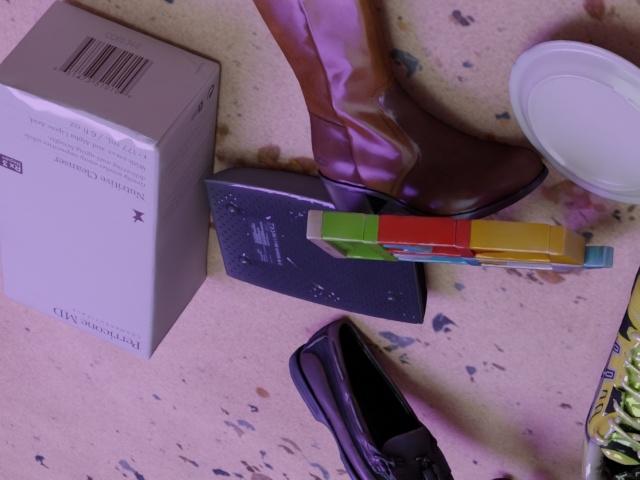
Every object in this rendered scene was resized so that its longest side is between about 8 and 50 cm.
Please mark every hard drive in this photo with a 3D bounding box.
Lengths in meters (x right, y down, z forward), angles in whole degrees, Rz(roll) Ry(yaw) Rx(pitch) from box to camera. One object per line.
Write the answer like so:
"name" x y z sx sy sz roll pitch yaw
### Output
"hard drive" 0.000 0.000 1.906 0.255 0.054 0.172 13 138 24

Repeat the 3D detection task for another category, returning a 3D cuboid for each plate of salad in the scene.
"plate of salad" 0.268 -0.114 1.588 0.200 0.048 0.200 29 149 19

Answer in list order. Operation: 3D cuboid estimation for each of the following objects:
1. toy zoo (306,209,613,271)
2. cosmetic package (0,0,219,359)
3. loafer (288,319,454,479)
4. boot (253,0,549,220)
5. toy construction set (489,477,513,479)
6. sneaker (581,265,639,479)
"toy zoo" 0.145 0.004 1.691 0.293 0.030 0.192 3 174 10
"cosmetic package" -0.247 -0.061 1.938 0.217 0.156 0.385 22 140 13
"loafer" 0.077 0.229 2.005 0.302 0.109 0.095 52 130 15
"boot" 0.079 -0.159 1.680 0.264 0.096 0.280 7 128 41
"toy construction set" 0.237 0.419 1.951 0.257 0.237 0.309 30 174 -20
"sneaker" 0.357 0.155 1.738 0.145 0.147 0.384 21 139 19
